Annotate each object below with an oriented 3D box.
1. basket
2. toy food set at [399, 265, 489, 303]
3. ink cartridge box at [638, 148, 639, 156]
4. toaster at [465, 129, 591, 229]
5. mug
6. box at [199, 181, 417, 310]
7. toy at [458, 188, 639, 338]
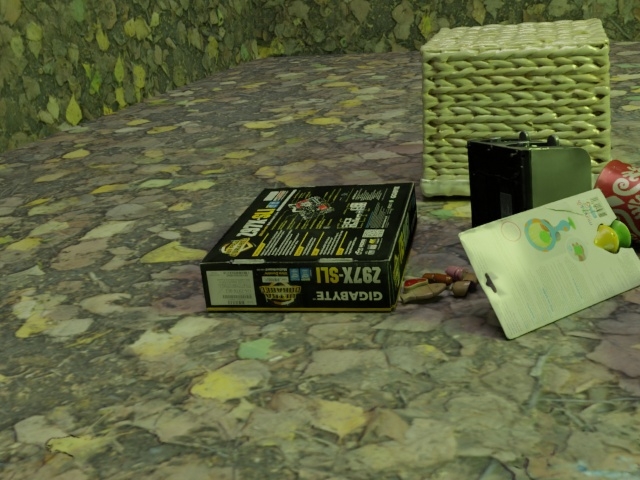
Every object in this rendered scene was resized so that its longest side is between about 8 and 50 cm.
[{"bbox_3d":[0.359,-0.245,1.412,0.331,0.267,0.328,2,22,16],"label":"basket"},{"bbox_3d":[0.163,0.057,1.027,0.122,0.019,0.078,-13,21,3],"label":"toy food set"},{"bbox_3d":[0.621,-0.147,1.316,0.180,0.060,0.104,-16,2,-24],"label":"ink cartridge box"},{"bbox_3d":[0.285,-0.055,1.082,0.110,0.186,0.168,-9,13,-14],"label":"toaster"},{"bbox_3d":[0.485,-0.048,1.080,0.169,0.113,0.150,18,33,41],"label":"mug"},{"bbox_3d":[0.000,0.000,1.139,0.257,0.079,0.322,-3,21,13],"label":"box"},{"bbox_3d":[0.284,0.029,0.968,0.237,0.137,0.056,-18,-16,-23],"label":"toy"}]
